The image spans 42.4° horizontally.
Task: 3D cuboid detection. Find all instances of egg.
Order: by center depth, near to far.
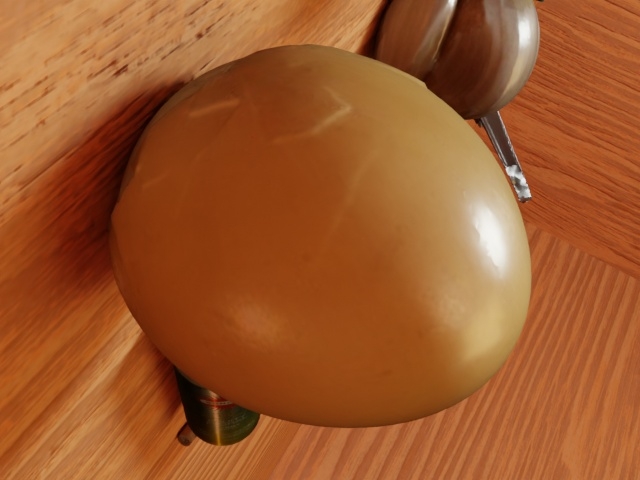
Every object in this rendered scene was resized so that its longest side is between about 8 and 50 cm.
[{"bbox_3d":[0.000,0.000,0.443,0.201,0.244,0.201,-24,128,-34],"label":"egg"}]

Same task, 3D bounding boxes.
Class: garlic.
[{"bbox_3d":[0.151,-0.205,0.871,0.191,0.160,0.214,-59,170,17],"label":"garlic"}]

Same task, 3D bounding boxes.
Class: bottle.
[{"bbox_3d":[-0.090,0.115,0.745,0.082,0.082,0.286,-57,170,-25],"label":"bottle"}]

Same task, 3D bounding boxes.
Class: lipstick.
[{"bbox_3d":[-0.137,0.205,0.969,0.094,0.019,0.019,-49,165,-54],"label":"lipstick"}]

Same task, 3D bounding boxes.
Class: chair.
[{"bbox_3d":[0.147,-0.181,1.080,0.175,0.183,0.326,-21,94,-76],"label":"chair"}]
